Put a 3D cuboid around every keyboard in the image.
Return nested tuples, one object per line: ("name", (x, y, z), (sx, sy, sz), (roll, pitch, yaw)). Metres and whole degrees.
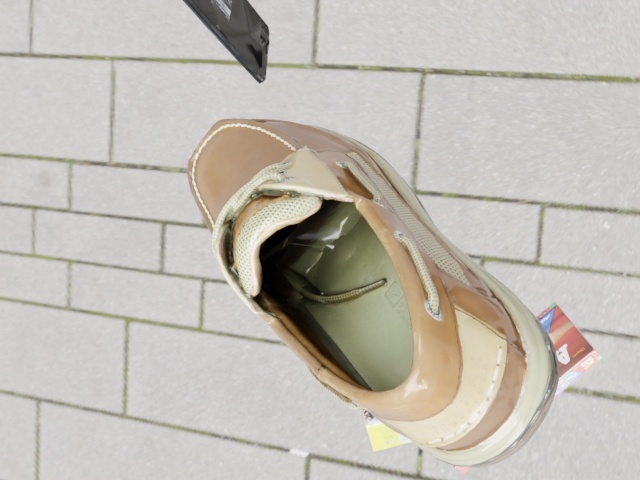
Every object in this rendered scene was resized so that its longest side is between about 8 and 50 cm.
("keyboard", (-0.110, -0.240, 0.855), (0.038, 0.192, 0.100), (-8, 62, 25))

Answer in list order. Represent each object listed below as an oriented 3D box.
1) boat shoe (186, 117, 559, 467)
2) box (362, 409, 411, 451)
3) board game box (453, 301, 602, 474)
("boat shoe", (0.000, 0.000, 0.520), (0.324, 0.120, 0.122), (40, 101, 45))
("box", (0.090, 0.196, 1.273), (0.088, 0.232, 0.058), (-15, 125, -1))
("board game box", (0.300, 0.231, 1.376), (0.281, 0.145, 0.027), (-43, 118, 11))
